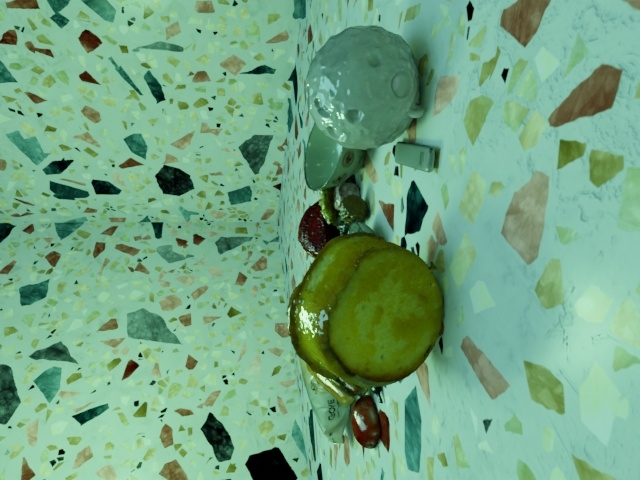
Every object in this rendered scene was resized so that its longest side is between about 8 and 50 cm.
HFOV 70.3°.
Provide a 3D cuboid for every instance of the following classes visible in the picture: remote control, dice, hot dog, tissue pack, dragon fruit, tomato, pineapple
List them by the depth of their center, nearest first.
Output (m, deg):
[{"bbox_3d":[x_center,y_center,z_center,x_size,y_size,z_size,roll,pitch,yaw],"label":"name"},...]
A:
[{"bbox_3d":[0.262,-0.237,1.272,0.261,0.029,0.067,-124,35,-72],"label":"remote control"},{"bbox_3d":[0.156,0.670,1.680,0.166,0.082,0.174,101,161,-46],"label":"tomato"},{"bbox_3d":[0.117,-0.082,1.778,0.237,0.111,0.119,100,-170,-61],"label":"pineapple"},{"bbox_3d":[0.048,0.517,1.790,0.337,0.135,0.100,28,144,53],"label":"hot dog"},{"bbox_3d":[0.105,-0.175,1.832,0.094,0.091,0.093,122,145,-69],"label":"dice"},{"bbox_3d":[0.000,0.000,2.020,0.205,0.151,0.317,48,-152,-46],"label":"dragon fruit"},{"bbox_3d":[0.028,0.652,2.052,0.390,0.194,0.376,-119,19,-65],"label":"tissue pack"}]

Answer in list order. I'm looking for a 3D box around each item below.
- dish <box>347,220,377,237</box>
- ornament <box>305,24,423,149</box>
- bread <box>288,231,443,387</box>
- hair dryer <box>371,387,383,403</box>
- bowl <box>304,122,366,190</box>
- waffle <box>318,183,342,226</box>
[{"bbox_3d":[0.162,0.045,1.603,0.236,0.086,0.228,180,89,-77],"label":"dish"},{"bbox_3d":[0.111,-0.427,1.287,0.337,0.336,0.338,179,90,-78],"label":"ornament"},{"bbox_3d":[0.117,0.186,1.155,0.215,0.397,0.399,-171,80,-66],"label":"bread"},{"bbox_3d":[0.183,0.447,1.614,0.196,0.077,0.249,105,150,-50],"label":"hair dryer"},{"bbox_3d":[0.074,-0.342,1.746,0.337,0.157,0.338,-31,55,58],"label":"bowl"},{"bbox_3d":[0.054,-0.197,1.931,0.244,0.058,0.238,72,-150,-41],"label":"waffle"}]
